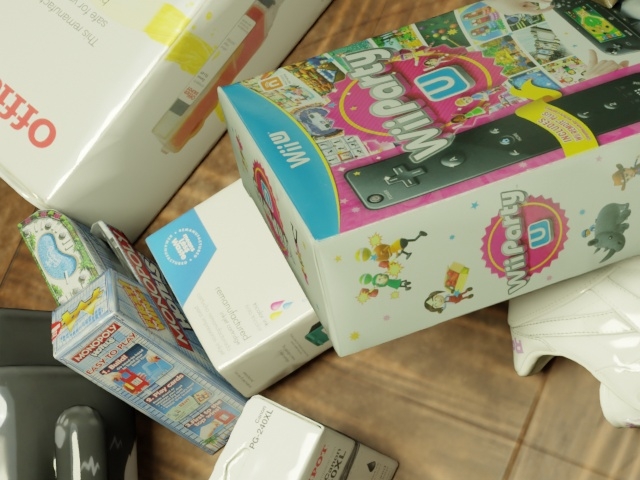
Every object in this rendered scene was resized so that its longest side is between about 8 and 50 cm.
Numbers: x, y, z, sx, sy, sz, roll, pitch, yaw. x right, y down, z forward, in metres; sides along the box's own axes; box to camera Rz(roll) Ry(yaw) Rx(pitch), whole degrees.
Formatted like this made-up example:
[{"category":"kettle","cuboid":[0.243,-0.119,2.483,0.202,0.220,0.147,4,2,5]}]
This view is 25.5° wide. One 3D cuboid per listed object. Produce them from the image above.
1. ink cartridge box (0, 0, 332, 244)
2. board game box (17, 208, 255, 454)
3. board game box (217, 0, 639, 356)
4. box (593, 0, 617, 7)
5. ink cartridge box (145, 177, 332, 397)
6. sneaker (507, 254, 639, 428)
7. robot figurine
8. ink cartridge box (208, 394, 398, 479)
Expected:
[{"category":"ink cartridge box","cuboid":[-0.167,-0.230,1.207,0.279,0.160,0.385,40,91,25]},{"category":"board game box","cuboid":[-0.149,0.056,1.087,0.060,0.194,0.194,-37,62,9]},{"category":"board game box","cuboid":[0.109,-0.065,0.964,0.303,0.097,0.224,-20,36,-9]},{"category":"box","cuboid":[0.235,-0.278,1.033,0.225,0.036,0.136,-46,44,-6]},{"category":"ink cartridge box","cuboid":[0.000,0.000,1.090,0.231,0.078,0.134,-33,62,0]},{"category":"sneaker","cuboid":[0.271,0.064,0.963,0.305,0.114,0.152,10,92,30]},{"category":"robot figurine","cuboid":[-0.222,0.195,1.087,0.173,0.209,0.278,-7,72,7]},{"category":"ink cartridge box","cuboid":[-0.016,0.183,1.009,0.063,0.150,0.109,22,83,29]}]
